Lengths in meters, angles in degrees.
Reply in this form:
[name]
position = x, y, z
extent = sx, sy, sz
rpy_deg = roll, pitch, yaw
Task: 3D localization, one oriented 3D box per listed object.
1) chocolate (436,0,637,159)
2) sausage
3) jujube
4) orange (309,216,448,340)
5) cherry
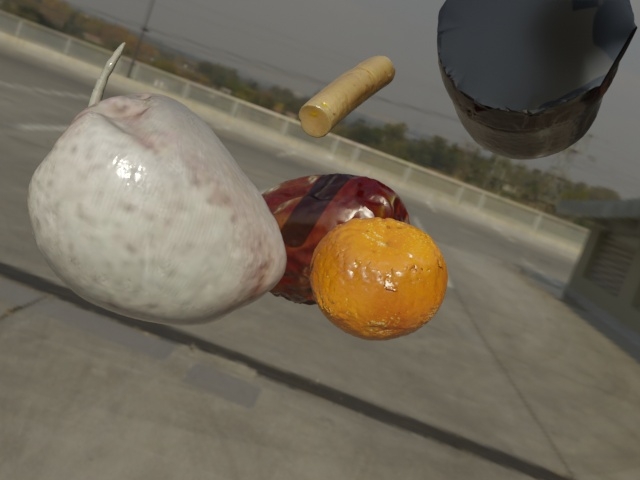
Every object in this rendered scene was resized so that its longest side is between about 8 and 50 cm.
[chocolate]
position = 0.439, -0.344, 1.763
extent = 0.384, 0.383, 0.331
rpy_deg = 24, -9, 27
[sausage]
position = 0.053, -0.248, 1.427
extent = 0.066, 0.066, 0.301
rpy_deg = 22, 35, 14
[jujube]
position = -0.002, -0.001, 1.814
extent = 0.377, 0.276, 0.276
rpy_deg = -11, -7, 23
[orange]
position = 0.080, 0.056, 1.207
extent = 0.193, 0.161, 0.193
rpy_deg = 6, 29, -3
[cherry]
position = -0.222, -0.037, 1.145
extent = 0.335, 0.291, 0.326
rpy_deg = 37, -10, 25
